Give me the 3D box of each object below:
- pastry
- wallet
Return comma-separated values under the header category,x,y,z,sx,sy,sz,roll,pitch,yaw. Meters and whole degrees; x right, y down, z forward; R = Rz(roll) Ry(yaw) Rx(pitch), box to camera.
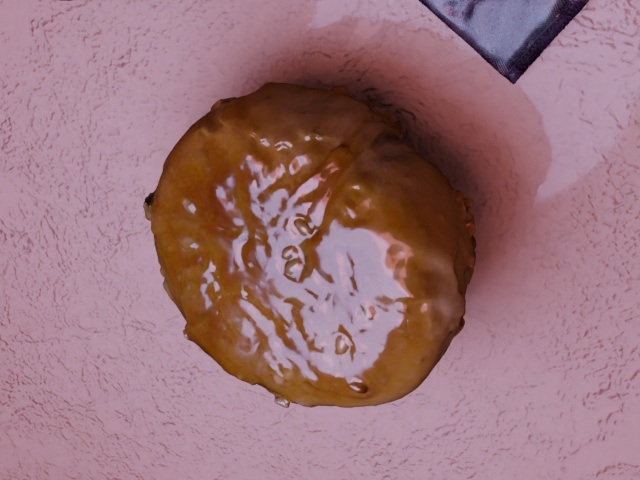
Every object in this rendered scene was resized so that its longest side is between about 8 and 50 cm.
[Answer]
category,x,y,z,sx,sy,sz,roll,pitch,yaw
pastry,0.000,0.000,1.189,0.315,0.184,0.285,32,117,17
wallet,0.136,-0.224,1.104,0.166,0.030,0.111,43,130,1
